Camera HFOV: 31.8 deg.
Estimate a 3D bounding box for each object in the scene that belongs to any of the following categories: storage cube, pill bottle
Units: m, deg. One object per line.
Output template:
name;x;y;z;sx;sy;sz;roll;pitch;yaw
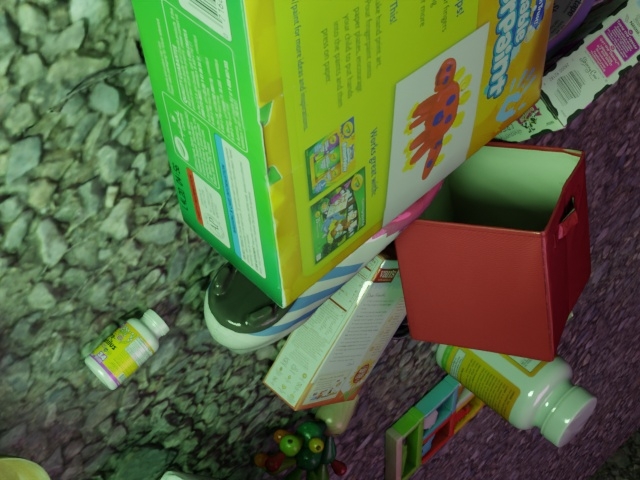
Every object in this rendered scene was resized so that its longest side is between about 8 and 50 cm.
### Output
storage cube;0.213;0.007;1.374;0.183;0.215;0.193;-54;141;-45
pill bottle;0.320;0.221;1.828;0.136;0.246;0.136;-37;149;-26
pill bottle;-0.192;0.107;1.128;0.083;0.043;0.043;-43;152;-17

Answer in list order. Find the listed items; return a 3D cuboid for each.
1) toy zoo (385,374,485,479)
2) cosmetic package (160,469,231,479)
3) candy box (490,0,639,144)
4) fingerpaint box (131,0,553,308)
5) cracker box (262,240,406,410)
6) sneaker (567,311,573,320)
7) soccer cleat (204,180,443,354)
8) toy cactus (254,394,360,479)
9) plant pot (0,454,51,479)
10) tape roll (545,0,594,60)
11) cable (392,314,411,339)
toy zoo;0.227;0.304;2.020;0.293;0.030;0.192;-38;150;-24
cosmetic package;-0.051;0.498;1.347;0.329;0.328;0.393;-66;162;-9
candy box;0.314;-0.216;1.399;0.233;0.071;0.159;-41;-170;-20
fingerpaint box;0.035;-0.215;0.960;0.371;0.163;0.444;-39;150;-22
cracker box;0.040;0.104;1.455;0.156;0.067;0.232;5;120;-59
sneaker;0.309;0.012;1.629;0.158;0.182;0.410;-47;152;-9
soccer cleat;0.000;0.000;1.247;0.331;0.116;0.143;-39;166;-19
toy cactus;0.001;0.293;1.605;0.180;0.112;0.219;-56;146;-13
plant pot;-0.346;0.278;1.002;0.236;0.032;0.236;-37;150;-26
tape roll;0.241;-0.294;1.272;0.189;0.080;0.189;-38;150;-26
cable;0.165;0.089;1.591;0.185;0.047;0.150;-9;158;-33
